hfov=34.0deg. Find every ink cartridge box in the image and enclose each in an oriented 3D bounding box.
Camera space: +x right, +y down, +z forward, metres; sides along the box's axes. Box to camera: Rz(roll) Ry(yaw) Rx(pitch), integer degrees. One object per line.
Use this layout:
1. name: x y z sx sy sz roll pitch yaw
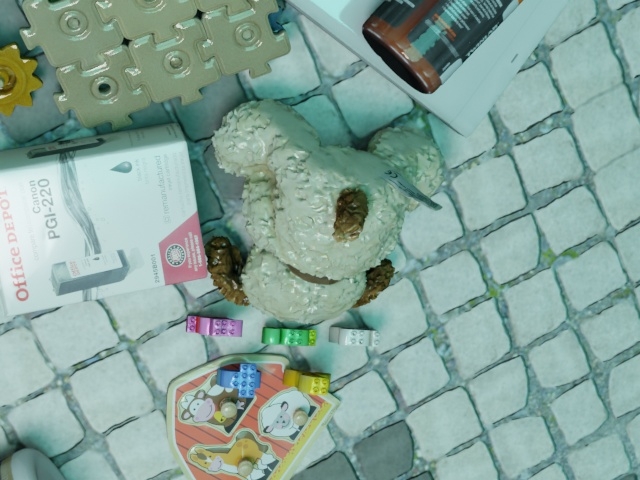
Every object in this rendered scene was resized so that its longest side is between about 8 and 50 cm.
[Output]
1. ink cartridge box: -0.239 -0.024 1.093 0.218 0.092 0.158 -10 110 -10

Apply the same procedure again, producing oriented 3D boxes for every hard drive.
1. hard drive: 0.103 -0.281 1.139 0.307 0.040 0.203 34 95 -21

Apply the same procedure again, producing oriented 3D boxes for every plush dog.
1. plush dog: 0.000 0.000 1.130 0.262 0.210 0.225 8 130 -15

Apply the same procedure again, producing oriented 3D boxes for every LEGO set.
1. LEGO set: -0.034 0.136 1.182 0.227 0.093 0.087 5 88 -16

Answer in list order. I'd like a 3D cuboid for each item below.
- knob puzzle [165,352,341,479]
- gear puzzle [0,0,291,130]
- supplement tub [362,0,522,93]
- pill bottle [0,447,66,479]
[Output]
1. knob puzzle: -0.095 0.218 1.234 0.213 0.030 0.213 -4 106 -13
2. gear puzzle: -0.207 -0.205 1.072 0.339 0.044 0.175 -21 130 -1
3. supplement tub: 0.144 -0.253 1.079 0.198 0.106 0.106 -46 111 2
4. pill bottle: -0.393 0.352 1.129 0.265 0.153 0.153 -30 111 -5
